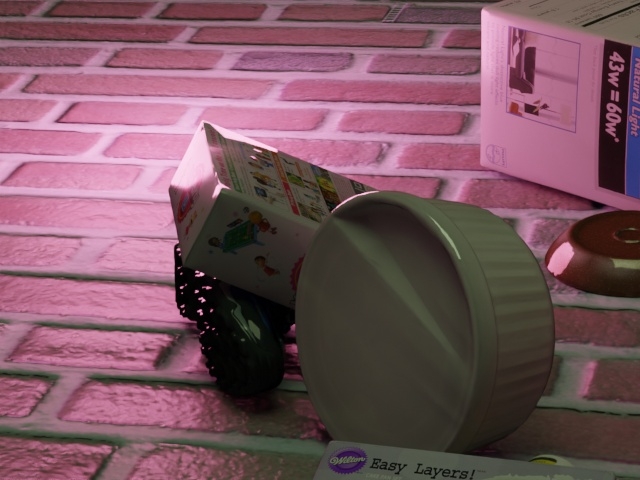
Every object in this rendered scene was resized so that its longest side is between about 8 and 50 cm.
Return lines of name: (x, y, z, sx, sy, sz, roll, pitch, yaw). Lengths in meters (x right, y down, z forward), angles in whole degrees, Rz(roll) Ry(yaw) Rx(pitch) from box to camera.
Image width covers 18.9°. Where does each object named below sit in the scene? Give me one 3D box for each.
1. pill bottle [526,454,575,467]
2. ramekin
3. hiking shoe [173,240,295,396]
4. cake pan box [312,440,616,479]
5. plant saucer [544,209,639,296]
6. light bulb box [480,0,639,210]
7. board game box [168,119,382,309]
pill bottle: (0.182, 0.240, 1.678, 0.065, 0.065, 0.116, 10, 26, 27)
ramekin: (0.104, 0.083, 1.818, 0.127, 0.272, 0.273, -7, 21, -37)
hiking shoe: (-0.070, 0.065, 2.049, 0.132, 0.113, 0.304, -7, 25, -13)
cake pan box: (0.088, 0.275, 1.542, 0.267, 0.070, 0.245, 5, 38, 21)
plant saucer: (0.358, 0.008, 2.222, 0.199, 0.036, 0.198, -2, 24, 1)
light bulb box: (0.450, -0.200, 2.446, 0.358, 0.225, 0.361, -23, 31, -39)
board game box: (0.000, 0.000, 2.052, 0.303, 0.097, 0.224, 23, 17, -16)
